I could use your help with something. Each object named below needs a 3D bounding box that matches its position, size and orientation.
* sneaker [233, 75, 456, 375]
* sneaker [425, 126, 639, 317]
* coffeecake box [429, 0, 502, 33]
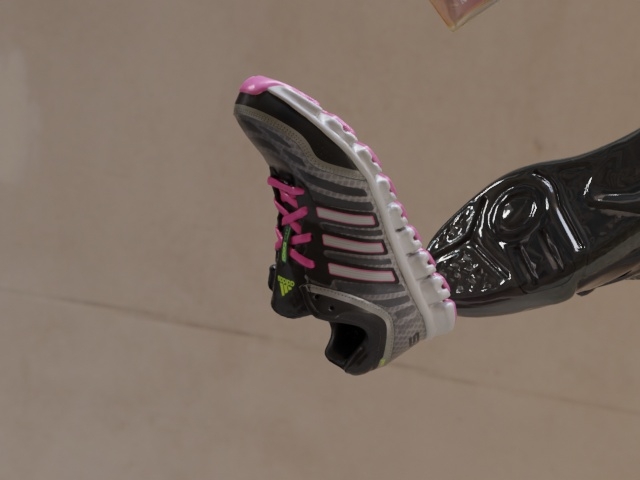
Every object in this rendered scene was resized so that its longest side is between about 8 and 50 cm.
[{"bbox_3d":[0.000,0.000,0.731,0.170,0.075,0.063,57,-16,-28],"label":"sneaker"},{"bbox_3d":[0.173,0.001,0.815,0.228,0.087,0.130,-27,-42,14],"label":"sneaker"},{"bbox_3d":[0.087,-0.241,0.912,0.068,0.185,0.142,-41,8,-39],"label":"coffeecake box"}]
